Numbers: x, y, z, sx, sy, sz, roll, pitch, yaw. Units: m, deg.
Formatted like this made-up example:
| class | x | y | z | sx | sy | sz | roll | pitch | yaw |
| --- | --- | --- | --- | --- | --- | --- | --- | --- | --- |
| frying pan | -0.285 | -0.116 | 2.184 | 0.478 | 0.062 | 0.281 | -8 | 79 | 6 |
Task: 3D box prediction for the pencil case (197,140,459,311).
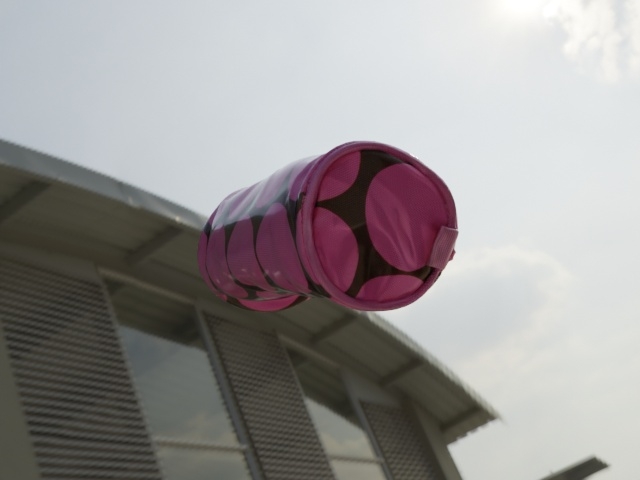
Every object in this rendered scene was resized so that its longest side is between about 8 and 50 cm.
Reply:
| class | x | y | z | sx | sy | sz | roll | pitch | yaw |
| --- | --- | --- | --- | --- | --- | --- | --- | --- | --- |
| pencil case | 0.000 | 0.000 | 0.531 | 0.098 | 0.095 | 0.209 | 29 | -11 | -16 |
